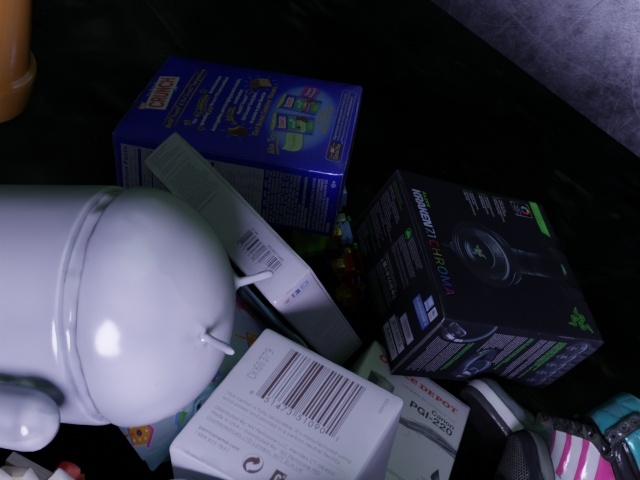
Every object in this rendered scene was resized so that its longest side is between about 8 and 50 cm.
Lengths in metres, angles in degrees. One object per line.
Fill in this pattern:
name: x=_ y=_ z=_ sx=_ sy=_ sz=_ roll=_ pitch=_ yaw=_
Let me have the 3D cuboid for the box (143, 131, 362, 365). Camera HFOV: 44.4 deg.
box: x=-0.067 y=0.026 z=0.944 sx=0.232 sy=0.058 sz=0.322 roll=45 pitch=-7 yaw=23

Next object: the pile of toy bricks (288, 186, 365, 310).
pile of toy bricks: x=0.000 y=0.000 z=1.187 sx=0.105 sy=0.118 sz=0.212 roll=-9 pitch=55 yaw=-7

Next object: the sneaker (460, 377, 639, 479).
sneaker: x=0.334 y=0.250 z=1.029 sx=0.178 sy=0.124 sz=0.295 roll=-43 pitch=97 yaw=-14

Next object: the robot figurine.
robot figurine: x=-0.225 y=0.053 z=0.669 sx=0.353 sy=0.200 sz=0.300 roll=1 pitch=39 yaw=11

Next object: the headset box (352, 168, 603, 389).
headset box: x=0.215 y=0.058 z=1.069 sx=0.283 sy=0.131 sz=0.246 roll=11 pitch=47 yaw=-27

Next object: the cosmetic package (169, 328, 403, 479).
cosmetic package: x=-0.031 y=0.215 z=0.731 sx=0.151 sy=0.184 sz=0.151 roll=24 pitch=48 yaw=19

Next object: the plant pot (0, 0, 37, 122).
plant pot: x=-0.477 y=-0.294 z=1.063 sx=0.205 sy=0.188 sz=0.205 roll=22 pitch=36 yaw=-17

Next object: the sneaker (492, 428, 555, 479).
sneaker: x=0.190 y=0.319 z=0.894 sx=0.130 sy=0.087 sz=0.228 roll=19 pitch=77 yaw=-11

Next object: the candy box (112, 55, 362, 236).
candy box: x=-0.112 y=-0.150 z=1.165 sx=0.317 sy=0.122 sz=0.268 roll=11 pitch=38 yaw=2

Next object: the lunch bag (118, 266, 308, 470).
lunch bag: x=-0.137 y=0.106 z=0.891 sx=0.223 sy=0.160 sz=0.262 roll=45 pitch=25 yaw=20

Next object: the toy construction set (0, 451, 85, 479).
toy construction set: x=-0.308 y=0.247 z=0.584 sx=0.215 sy=0.151 sz=0.328 roll=14 pitch=24 yaw=14

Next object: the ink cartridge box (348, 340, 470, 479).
ink cartridge box: x=0.077 y=0.247 z=0.948 sx=0.158 sy=0.092 sz=0.218 roll=35 pitch=33 yaw=2

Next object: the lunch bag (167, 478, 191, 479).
lunch bag: x=-0.106 y=0.291 z=0.526 sx=0.224 sy=0.108 sz=0.279 roll=2 pitch=25 yaw=29
